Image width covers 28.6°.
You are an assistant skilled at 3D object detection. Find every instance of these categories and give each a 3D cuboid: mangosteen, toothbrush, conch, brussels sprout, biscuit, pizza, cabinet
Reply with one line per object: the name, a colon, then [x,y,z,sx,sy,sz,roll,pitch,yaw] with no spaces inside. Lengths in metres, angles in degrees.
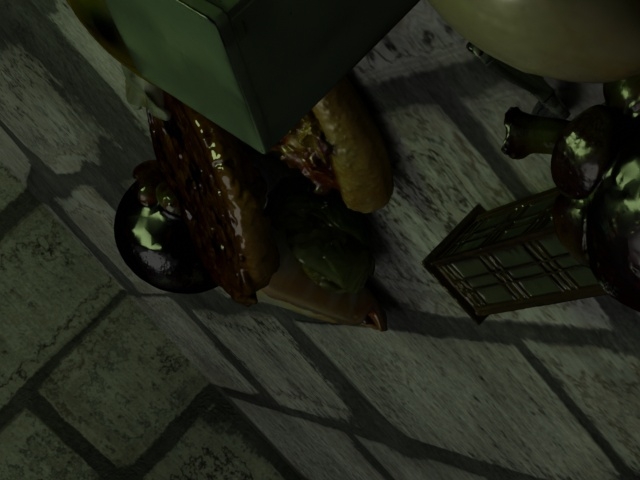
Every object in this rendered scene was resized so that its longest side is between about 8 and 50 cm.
mangosteen: [0.226,-0.039,0.791,0.184,0.172,0.172,57,161,-7]
toothbrush: [0.139,-0.105,0.849,0.026,0.028,0.294,44,-171,15]
mangosteen: [-0.187,-0.035,1.742,0.194,0.194,0.230,38,136,20]
conch: [-0.022,0.030,1.647,0.255,0.127,0.158,21,170,-14]
toothbrush: [-0.062,-0.111,1.513,0.025,0.029,0.307,38,172,-34]
brussels sprout: [0.002,-0.002,1.504,0.139,0.100,0.181,32,178,40]
biscuit: [-0.124,-0.079,1.493,0.334,0.081,0.289,-126,21,-48]
pizza: [-0.047,-0.144,1.298,0.229,0.081,0.289,18,150,54]
cabinet: [-0.036,-0.205,0.915,0.145,0.206,0.150,34,160,30]

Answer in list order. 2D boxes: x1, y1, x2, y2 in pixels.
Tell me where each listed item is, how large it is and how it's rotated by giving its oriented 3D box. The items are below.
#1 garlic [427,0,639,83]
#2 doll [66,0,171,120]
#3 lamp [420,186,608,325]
garlic: [0.152,-0.186,0.605,0.203,0.185,0.281,40,141,9]
doll: [-0.189,-0.265,1.152,0.423,0.161,0.348,58,155,-11]
lamp: [0.199,0.003,1.077,0.090,0.089,0.325,47,162,-7]
